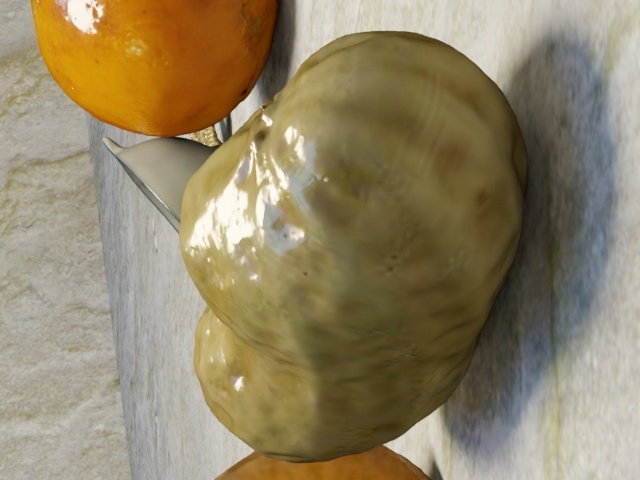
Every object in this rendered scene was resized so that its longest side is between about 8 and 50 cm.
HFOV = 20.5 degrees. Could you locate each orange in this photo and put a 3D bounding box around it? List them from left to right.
[{"bbox_3d":[-0.156,-0.236,1.641,0.284,0.226,0.284,179,90,-83],"label":"orange"}]

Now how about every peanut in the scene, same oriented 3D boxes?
[{"bbox_3d":[0.008,0.022,1.060,0.387,0.192,0.170,106,169,-57],"label":"peanut"}]

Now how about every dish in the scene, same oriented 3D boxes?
[{"bbox_3d":[-0.099,-0.033,1.702,0.236,0.086,0.228,50,174,-12],"label":"dish"}]

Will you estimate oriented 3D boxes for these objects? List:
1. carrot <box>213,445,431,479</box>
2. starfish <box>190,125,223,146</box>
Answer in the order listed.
[{"bbox_3d":[-0.002,0.282,1.282,0.254,0.195,0.196,88,169,-52],"label":"carrot"},{"bbox_3d":[-0.124,-0.085,1.945,0.150,0.053,0.210,157,106,-82],"label":"starfish"}]
